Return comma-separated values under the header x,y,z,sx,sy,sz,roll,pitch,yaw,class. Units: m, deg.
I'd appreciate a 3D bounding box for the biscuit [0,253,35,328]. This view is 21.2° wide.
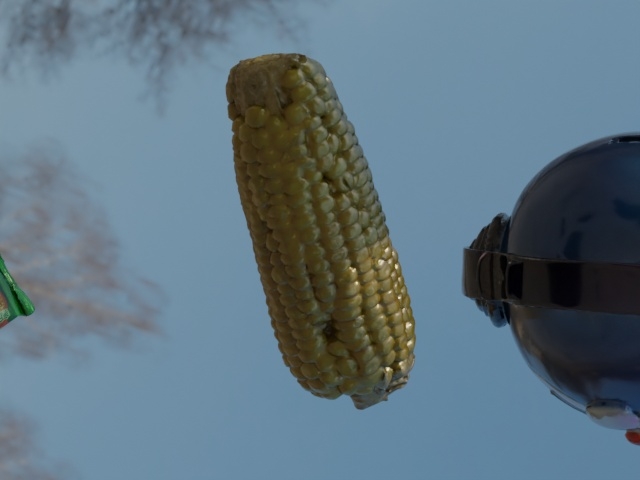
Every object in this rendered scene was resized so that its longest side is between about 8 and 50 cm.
x,y,z,sx,sy,sz,roll,pitch,yaw,class
-0.171,0.038,0.771,0.089,0.046,0.016,-38,-148,-27,biscuit

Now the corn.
x,y,z,sx,sy,sz,roll,pitch,yaw,class
0.000,0.000,1.120,0.097,0.097,0.261,39,-31,62,corn

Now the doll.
x,y,z,sx,sy,sz,roll,pitch,yaw,class
0.262,0.033,1.354,0.284,0.310,0.240,4,-84,19,doll
